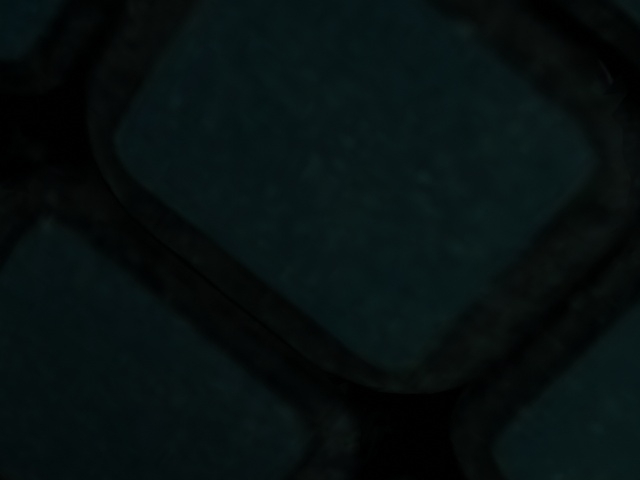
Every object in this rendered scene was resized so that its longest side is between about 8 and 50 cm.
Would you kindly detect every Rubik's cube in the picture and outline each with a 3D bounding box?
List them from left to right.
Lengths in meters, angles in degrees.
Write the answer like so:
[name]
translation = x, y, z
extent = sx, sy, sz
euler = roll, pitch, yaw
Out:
[Rubik's cube]
translation = 0.058, -0.091, 0.476
extent = 0.301, 0.305, 0.304
euler = 38, 38, -1
